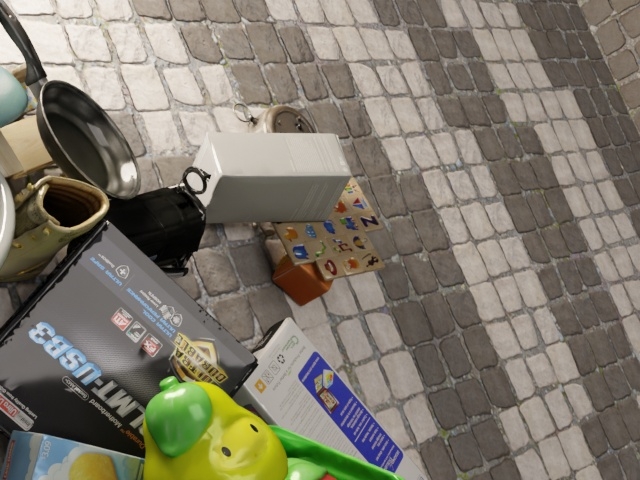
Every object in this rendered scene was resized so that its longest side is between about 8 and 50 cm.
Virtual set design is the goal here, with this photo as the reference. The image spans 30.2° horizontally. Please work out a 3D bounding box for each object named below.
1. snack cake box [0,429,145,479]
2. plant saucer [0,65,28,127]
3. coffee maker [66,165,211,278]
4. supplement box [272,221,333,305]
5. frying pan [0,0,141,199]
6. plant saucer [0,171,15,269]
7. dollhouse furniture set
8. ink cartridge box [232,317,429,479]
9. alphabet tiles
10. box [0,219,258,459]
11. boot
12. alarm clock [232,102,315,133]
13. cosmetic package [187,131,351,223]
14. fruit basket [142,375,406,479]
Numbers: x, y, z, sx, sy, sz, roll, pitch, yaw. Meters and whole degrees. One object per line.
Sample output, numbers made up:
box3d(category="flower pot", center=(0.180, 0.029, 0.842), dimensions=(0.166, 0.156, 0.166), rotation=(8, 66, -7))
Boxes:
box3d(category="snack cake box", center=(-0.320, 0.373, 1.421), dimensions=(0.152, 0.089, 0.264), rotation=(23, 72, -37))
box3d(category="plant saucer", center=(-0.527, -0.185, 1.473), dimensions=(0.317, 0.318, 0.043), rotation=(-35, 133, -50))
box3d(category="coffee maker", center=(-0.266, -0.022, 1.724), dimensions=(0.178, 0.120, 0.171), rotation=(-17, 124, -50))
box3d(category="supplement box", center=(0.000, 0.000, 2.048), dimensions=(0.078, 0.080, 0.233), rotation=(42, 41, -18))
box3d(category="frying pan", center=(-0.363, -0.175, 1.615), dimensions=(0.326, 0.053, 0.197), rotation=(46, 21, -29))
box3d(category="plant saucer", center=(-0.559, 0.006, 1.377), dimensions=(0.401, 0.100, 0.400), rotation=(6, 43, -6))
box3d(category="dollhouse furniture set", center=(-0.416, -0.132, 1.636), dimensions=(0.242, 0.161, 0.212), rotation=(-33, 91, -50))
box3d(category="ink cartridge box", center=(0.014, 0.314, 1.881), dimensions=(0.371, 0.069, 0.175), rotation=(49, 40, -9))
box3d(category="alphabet tiles", center=(0.008, -0.035, 2.011), dimensions=(0.198, 0.009, 0.237), rotation=(-10, 56, -31))
box3d(category="box", center=(-0.279, 0.177, 1.571), dimensions=(0.295, 0.073, 0.293), rotation=(46, 67, -15))
box3d(category="boot", center=(-0.419, -0.003, 1.521), dimensions=(0.262, 0.203, 0.095), rotation=(-7, 72, -47))
box3d(category="alarm clock", center=(-0.077, -0.186, 2.099), dimensions=(0.192, 0.064, 0.129), rotation=(31, 48, -25))
box3d(category="cosmetic package", center=(-0.085, -0.101, 1.930), dimensions=(0.238, 0.127, 0.107), rotation=(2, 52, -28))
box3d(category="fruit basket", center=(-0.085, 0.344, 1.455), dimensions=(0.392, 0.283, 0.392), rotation=(-42, 142, -46))
